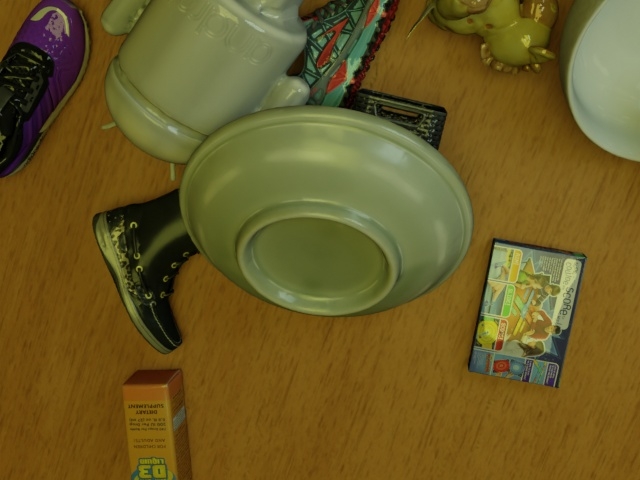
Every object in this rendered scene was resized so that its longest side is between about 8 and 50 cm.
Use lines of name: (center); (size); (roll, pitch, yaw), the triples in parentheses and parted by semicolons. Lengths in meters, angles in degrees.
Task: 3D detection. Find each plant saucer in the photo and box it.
plant saucer: (0.000, 0.000, 1.287); (0.401, 0.100, 0.400); (6, 140, 5)

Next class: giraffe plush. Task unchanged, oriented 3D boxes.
giraffe plush: (0.242, -0.302, 1.285); (0.170, 0.181, 0.210); (34, 122, -9)

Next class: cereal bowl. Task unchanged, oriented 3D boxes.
cereal bowl: (0.467, -0.270, 1.247); (0.339, 0.141, 0.339); (-4, 133, -4)

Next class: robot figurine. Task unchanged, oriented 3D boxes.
robot figurine: (-0.157, -0.246, 1.302); (0.300, 0.200, 0.353); (41, 114, 5)

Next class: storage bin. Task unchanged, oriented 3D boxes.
storage bin: (0.102, -0.151, 1.318); (0.122, 0.180, 0.084); (14, 102, 3)

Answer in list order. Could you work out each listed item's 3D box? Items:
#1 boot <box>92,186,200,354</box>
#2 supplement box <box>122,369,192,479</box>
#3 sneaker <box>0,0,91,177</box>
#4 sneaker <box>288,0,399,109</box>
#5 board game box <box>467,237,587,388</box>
boot: (-0.213, 0.037, 1.436); (0.179, 0.085, 0.236); (-23, 99, 6)
supplement box: (-0.249, 0.321, 1.494); (0.078, 0.080, 0.233); (-3, 102, 8)
sneaker: (-0.428, -0.209, 1.378); (0.102, 0.146, 0.293); (28, 102, 0)
sneaker: (0.023, -0.293, 1.341); (0.125, 0.104, 0.261); (28, 102, 2)
board game box: (0.302, 0.107, 1.420); (0.136, 0.035, 0.201); (11, 101, 4)
